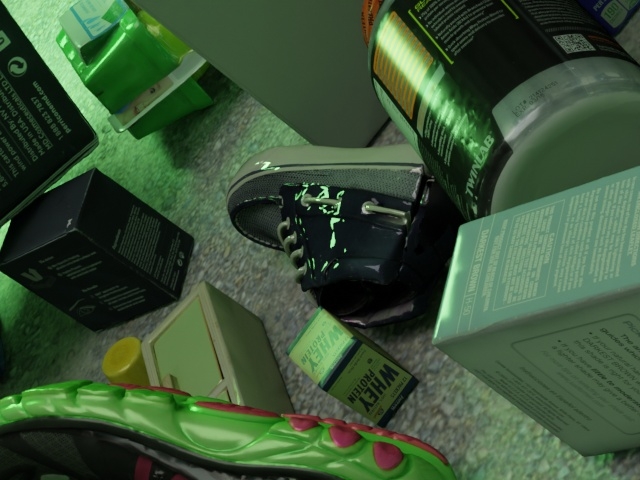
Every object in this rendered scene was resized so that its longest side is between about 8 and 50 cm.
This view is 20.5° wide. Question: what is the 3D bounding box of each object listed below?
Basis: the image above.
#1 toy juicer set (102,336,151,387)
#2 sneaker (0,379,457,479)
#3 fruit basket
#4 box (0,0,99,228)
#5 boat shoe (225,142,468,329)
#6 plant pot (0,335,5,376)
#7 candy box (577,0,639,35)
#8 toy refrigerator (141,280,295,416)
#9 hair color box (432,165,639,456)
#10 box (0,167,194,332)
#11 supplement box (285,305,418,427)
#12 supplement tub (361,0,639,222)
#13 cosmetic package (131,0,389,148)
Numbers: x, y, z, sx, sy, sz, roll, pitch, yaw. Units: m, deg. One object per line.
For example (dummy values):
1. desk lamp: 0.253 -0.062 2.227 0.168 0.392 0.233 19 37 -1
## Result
1. toy juicer set: -0.278 0.262 1.875 0.329 0.089 0.209 -35 37 8
2. sneaker: -0.118 0.232 1.504 0.482 0.185 0.202 7 86 34
3. fruit basket: -0.169 -0.312 2.230 0.353 0.165 0.327 -47 31 6
4. box: -0.602 -0.111 2.084 0.472 0.297 0.480 -44 32 -17
5. boat shoe: 0.000 0.000 1.717 0.340 0.127 0.158 -7 46 50
6. plant pot: -0.561 0.144 2.255 0.212 0.236 0.236 -55 29 13
7. candy box: 0.230 -0.391 1.610 0.268 0.317 0.122 -52 31 4
8. toy refrigerator: -0.097 0.162 1.727 0.102 0.094 0.269 -45 32 15
9. hair color box: 0.280 0.035 1.231 0.374 0.185 0.114 -19 45 44
10. box: -0.258 0.014 2.030 0.156 0.158 0.093 -22 43 41
11. supplement box: 0.028 0.115 1.611 0.056 0.083 0.083 -54 32 2
12. supplement tub: 0.162 -0.129 1.526 0.193 0.193 0.316 -46 41 13
13. cosmetic package: -0.062 -0.274 1.829 0.217 0.385 0.156 -50 32 2
